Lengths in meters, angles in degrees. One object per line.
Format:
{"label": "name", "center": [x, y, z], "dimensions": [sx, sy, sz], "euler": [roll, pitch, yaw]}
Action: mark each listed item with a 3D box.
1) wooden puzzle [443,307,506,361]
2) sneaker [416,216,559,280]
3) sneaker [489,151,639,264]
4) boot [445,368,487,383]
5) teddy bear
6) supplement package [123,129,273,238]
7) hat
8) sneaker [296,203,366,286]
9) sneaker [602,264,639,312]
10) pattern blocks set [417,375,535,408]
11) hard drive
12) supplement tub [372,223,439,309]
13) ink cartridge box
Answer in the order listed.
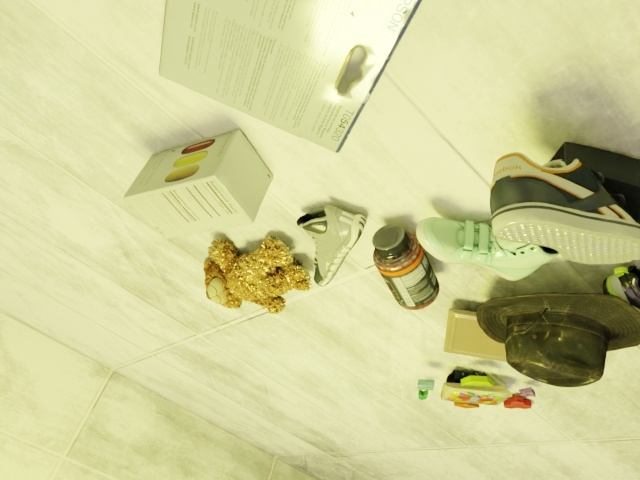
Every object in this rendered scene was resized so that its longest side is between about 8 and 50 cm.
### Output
{"label": "wooden puzzle", "center": [0.425, 0.235, 1.257], "dimensions": [0.221, 0.044, 0.238], "euler": [7, 146, 15]}
{"label": "sneaker", "center": [0.317, -0.011, 0.944], "dimensions": [0.256, 0.094, 0.151], "euler": [17, 150, -14]}
{"label": "sneaker", "center": [0.389, -0.048, 0.772], "dimensions": [0.321, 0.127, 0.126], "euler": [14, 156, -31]}
{"label": "boot", "center": [0.425, 0.412, 1.476], "dimensions": [0.099, 0.045, 0.121], "euler": [11, 144, 1]}
{"label": "teddy bear", "center": [-0.177, 0.095, 1.279], "dimensions": [0.338, 0.113, 0.245], "euler": [-2, 136, 25]}
{"label": "supplement package", "center": [-0.244, -0.108, 1.027], "dimensions": [0.244, 0.139, 0.133], "euler": [-8, 136, 30]}
{"label": "hat", "center": [0.487, 0.224, 1.047], "dimensions": [0.332, 0.133, 0.331], "euler": [13, 148, 8]}
{"label": "sneaker", "center": [0.000, 0.000, 1.117], "dimensions": [0.132, 0.086, 0.228], "euler": [27, 132, -3]}
{"label": "sneaker", "center": [0.661, 0.113, 0.962], "dimensions": [0.235, 0.084, 0.097], "euler": [19, 142, 0]}
{"label": "pattern blocks set", "center": [0.440, 0.442, 1.454], "dimensions": [0.325, 0.026, 0.285], "euler": [-4, 147, 16]}
{"label": "hard drive", "center": [0.487, -0.058, 0.846], "dimensions": [0.255, 0.054, 0.172], "euler": [18, 143, 1]}
{"label": "supplement tub", "center": [0.177, 0.054, 1.079], "dimensions": [0.106, 0.106, 0.197], "euler": [-7, 135, 30]}
{"label": "ink cartridge box", "center": [-0.060, -0.316, 0.749], "dimensions": [0.330, 0.071, 0.324], "euler": [22, 142, -9]}
